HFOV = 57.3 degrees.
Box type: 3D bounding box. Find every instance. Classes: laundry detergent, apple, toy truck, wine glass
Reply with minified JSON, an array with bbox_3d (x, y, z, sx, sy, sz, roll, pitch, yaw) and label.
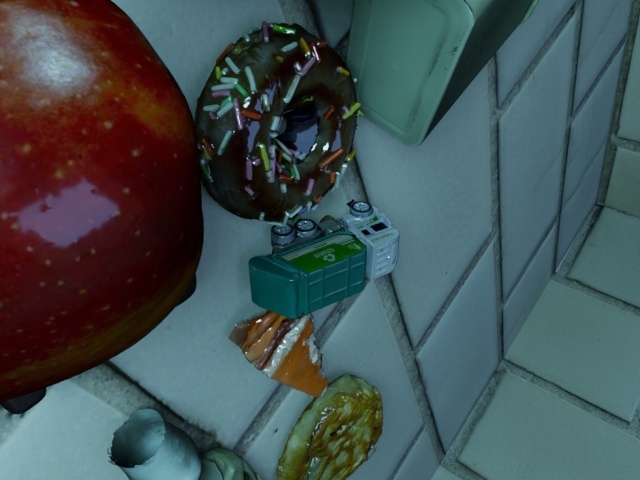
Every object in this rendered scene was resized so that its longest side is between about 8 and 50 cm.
[{"bbox_3d":[-0.173,0.475,1.024,0.181,0.091,0.253,-54,147,-27],"label":"laundry detergent"},{"bbox_3d":[-0.237,-0.036,0.387,0.316,0.288,0.288,-26,135,-22],"label":"apple"},{"bbox_3d":[0.007,0.030,0.923,0.253,0.124,0.114,-19,131,-25],"label":"toy truck"},{"bbox_3d":[-0.218,0.324,0.845,0.103,0.103,0.222,-47,144,-25],"label":"wine glass"}]

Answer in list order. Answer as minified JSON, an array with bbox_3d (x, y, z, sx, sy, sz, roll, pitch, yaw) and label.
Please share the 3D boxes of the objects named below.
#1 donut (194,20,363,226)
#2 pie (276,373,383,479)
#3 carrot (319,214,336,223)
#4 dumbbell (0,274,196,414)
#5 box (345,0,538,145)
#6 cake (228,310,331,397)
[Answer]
[{"bbox_3d":[-0.046,-0.144,0.764,0.269,0.103,0.270,-34,138,-37],"label":"donut"},{"bbox_3d":[0.022,0.444,1.300,0.315,0.092,0.315,-30,134,-36],"label":"pie"},{"bbox_3d":[0.000,0.000,1.000,0.032,0.032,0.093,12,107,-58],"label":"carrot"},{"bbox_3d":[-0.245,0.054,0.587,0.225,0.124,0.140,-35,139,-38],"label":"dumbbell"},{"bbox_3d":[0.198,-0.356,0.810,0.344,0.177,0.352,-52,171,-16],"label":"box"},{"bbox_3d":[-0.042,0.187,1.006,0.135,0.098,0.287,-55,147,-15],"label":"cake"}]
